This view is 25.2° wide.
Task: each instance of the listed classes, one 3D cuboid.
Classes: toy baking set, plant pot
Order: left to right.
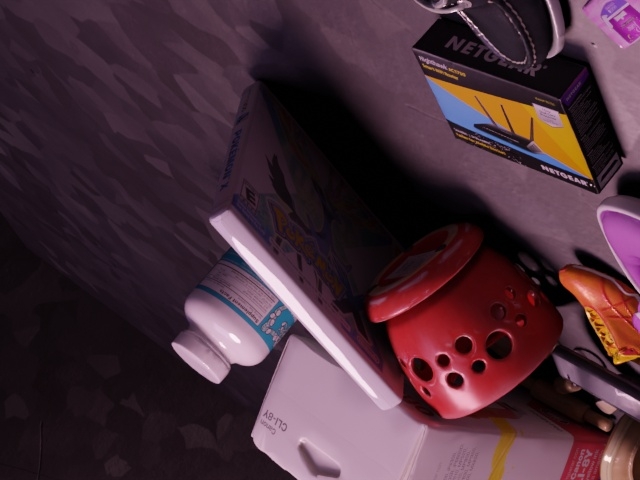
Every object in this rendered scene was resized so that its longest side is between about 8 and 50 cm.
[{"bbox_3d":[0.162,0.084,1.679,0.174,0.191,0.191,53,162,-9],"label":"plant pot"},{"bbox_3d":[0.311,0.178,1.856,0.256,0.030,0.197,30,161,32],"label":"toy baking set"}]

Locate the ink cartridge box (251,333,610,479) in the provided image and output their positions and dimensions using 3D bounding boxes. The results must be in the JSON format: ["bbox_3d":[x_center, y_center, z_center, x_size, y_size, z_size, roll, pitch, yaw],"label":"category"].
[{"bbox_3d":[0.149,0.261,1.882,0.384,0.160,0.279,11,-167,-43],"label":"ink cartridge box"}]

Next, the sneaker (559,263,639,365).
[{"bbox_3d":[0.322,0.092,1.537,0.175,0.067,0.064,41,166,3],"label":"sneaker"}]

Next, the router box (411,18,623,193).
[{"bbox_3d":[0.180,-0.124,1.319,0.179,0.046,0.133,26,158,41],"label":"router box"}]

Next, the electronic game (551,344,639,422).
[{"bbox_3d":[0.365,0.182,1.629,0.229,0.048,0.229,30,179,1],"label":"electronic game"}]

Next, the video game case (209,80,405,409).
[{"bbox_3d":[0.000,0.000,1.729,0.329,0.036,0.300,48,-154,-24],"label":"video game case"}]

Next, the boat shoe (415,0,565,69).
[{"bbox_3d":[0.090,-0.237,1.140,0.302,0.091,0.114,49,162,-28],"label":"boat shoe"}]

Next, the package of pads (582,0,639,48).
[{"bbox_3d":[0.236,-0.179,1.074,0.050,0.032,0.083,42,164,-2],"label":"package of pads"}]

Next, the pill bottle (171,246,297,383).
[{"bbox_3d":[-0.099,0.082,2.109,0.146,0.264,0.146,37,164,12],"label":"pill bottle"}]

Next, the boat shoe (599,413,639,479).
[{"bbox_3d":[0.430,0.301,1.811,0.089,0.104,0.285,22,167,37],"label":"boat shoe"}]

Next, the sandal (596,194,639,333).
[{"bbox_3d":[0.384,0.121,1.405,0.169,0.102,0.416,17,152,54],"label":"sandal"}]
